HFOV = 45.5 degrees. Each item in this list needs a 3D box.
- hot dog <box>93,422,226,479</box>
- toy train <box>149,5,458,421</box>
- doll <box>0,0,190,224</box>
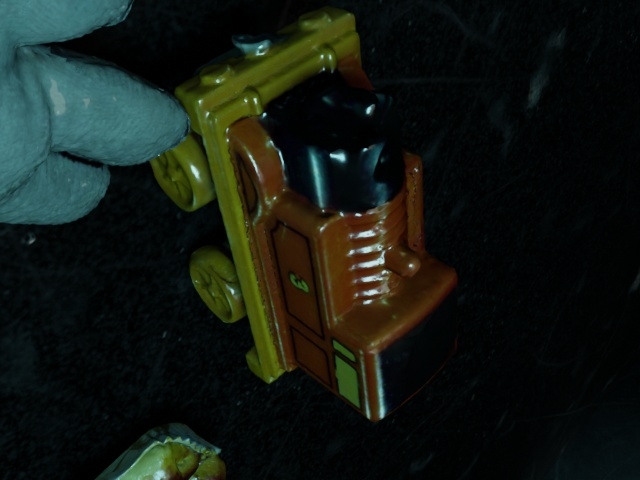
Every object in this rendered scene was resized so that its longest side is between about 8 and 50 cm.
[{"bbox_3d":[-0.204,0.289,0.744,0.270,0.082,0.162,-41,153,-21],"label":"hot dog"},{"bbox_3d":[0.000,0.000,0.651,0.163,0.232,0.369,-38,140,-28],"label":"toy train"},{"bbox_3d":[-0.223,-0.098,0.408,0.246,0.158,0.340,-33,166,21],"label":"doll"}]
